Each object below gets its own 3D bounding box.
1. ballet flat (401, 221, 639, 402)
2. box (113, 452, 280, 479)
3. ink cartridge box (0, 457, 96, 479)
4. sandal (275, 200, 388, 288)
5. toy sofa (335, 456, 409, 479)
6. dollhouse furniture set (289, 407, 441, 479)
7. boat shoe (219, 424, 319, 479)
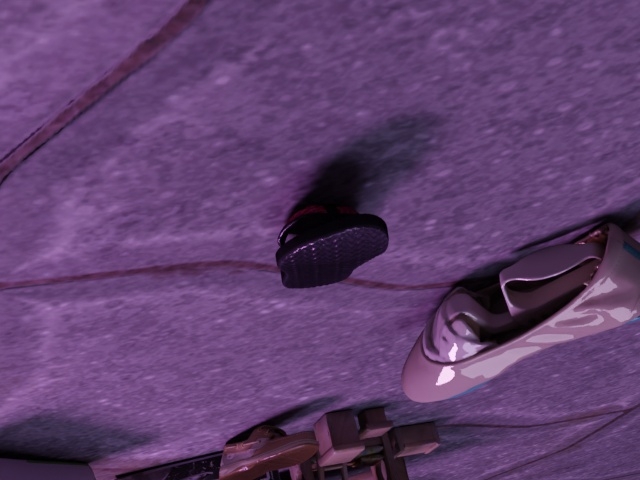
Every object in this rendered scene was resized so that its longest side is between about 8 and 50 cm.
[{"bbox_3d":[0.150,0.056,0.920,0.248,0.086,0.086,-29,154,28],"label":"ballet flat"},{"bbox_3d":[-0.115,0.355,1.244,0.183,0.231,0.056,-12,161,-4],"label":"box"},{"bbox_3d":[-0.362,0.325,1.102,0.273,0.115,0.198,-34,157,15],"label":"ink cartridge box"},{"bbox_3d":[0.000,0.000,0.740,0.067,0.040,0.179,-5,171,-8],"label":"sandal"},{"bbox_3d":[-0.046,0.400,1.465,0.362,0.177,0.150,-18,158,10],"label":"toy sofa"},{"bbox_3d":[0.077,0.254,1.290,0.181,0.101,0.161,-5,156,-21],"label":"dollhouse furniture set"},{"bbox_3d":[-0.058,0.217,1.196,0.135,0.045,0.050,-25,148,34],"label":"boat shoe"}]
